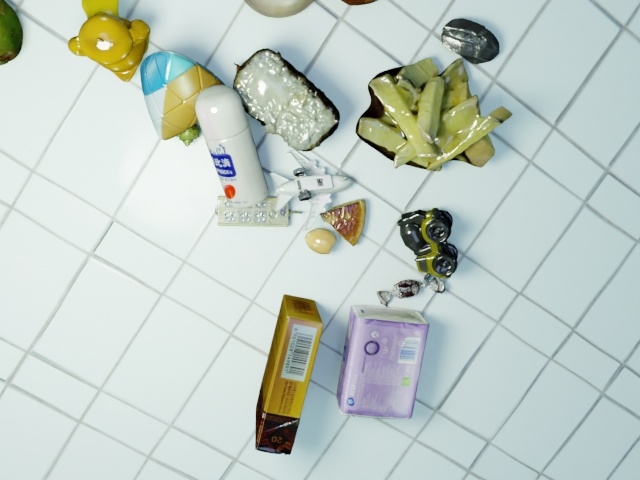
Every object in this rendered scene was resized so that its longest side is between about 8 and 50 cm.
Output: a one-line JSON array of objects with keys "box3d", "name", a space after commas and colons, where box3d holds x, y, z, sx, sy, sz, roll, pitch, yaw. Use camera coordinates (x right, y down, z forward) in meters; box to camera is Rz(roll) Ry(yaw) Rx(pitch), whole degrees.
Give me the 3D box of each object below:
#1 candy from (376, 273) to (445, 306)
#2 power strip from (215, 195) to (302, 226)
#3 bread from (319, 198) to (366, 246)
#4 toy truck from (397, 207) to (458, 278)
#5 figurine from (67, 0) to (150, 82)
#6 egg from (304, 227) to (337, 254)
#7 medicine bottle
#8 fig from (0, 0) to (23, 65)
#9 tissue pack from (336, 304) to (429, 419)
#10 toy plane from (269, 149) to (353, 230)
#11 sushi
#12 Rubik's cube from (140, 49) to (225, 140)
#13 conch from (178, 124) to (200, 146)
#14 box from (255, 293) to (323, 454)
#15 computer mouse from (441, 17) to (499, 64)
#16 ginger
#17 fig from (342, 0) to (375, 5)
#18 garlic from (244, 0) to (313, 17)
[{"box3d": [0.294, 0.163, 1.694, 0.226, 0.051, 0.094, -11, 108, -2], "name": "candy"}, {"box3d": [-0.189, -0.088, 1.596, 0.268, 0.034, 0.092, 1, 100, -7], "name": "power strip"}, {"box3d": [0.090, -0.079, 1.622, 0.154, 0.054, 0.136, 40, 95, -18], "name": "bread"}, {"box3d": [0.340, 0.011, 1.637, 0.165, 0.147, 0.224, -9, 106, 19], "name": "toy truck"}, {"box3d": [-0.547, -0.528, 1.371, 0.215, 0.228, 0.215, 0, 77, -1], "name": "figurine"}, {"box3d": [0.000, 0.000, 1.614, 0.096, 0.080, 0.080, 28, 96, -2], "name": "egg"}, {"box3d": [-0.246, -0.262, 1.445, 0.130, 0.130, 0.341, -16, 126, -4], "name": "medicine bottle"}, {"box3d": [-0.889, -0.580, 1.364, 0.195, 0.195, 0.244, -8, 66, -5], "name": "fig"}, {"box3d": [0.192, 0.391, 1.669, 0.242, 0.160, 0.338, 8, 101, -7], "name": "tissue pack"}, {"box3d": [-0.019, -0.162, 1.559, 0.255, 0.101, 0.251, -9, 81, -14], "name": "toy plane"}, {"box3d": [-0.109, -0.398, 1.479, 0.343, 0.182, 0.196, 39, 99, -11], "name": "sushi"}, {"box3d": [-0.428, -0.402, 1.446, 0.254, 0.254, 0.254, -1, 101, -7], "name": "Rubik's cube"}, {"box3d": [-0.397, -0.326, 1.505, 0.089, 0.074, 0.121, -4, 80, -28], "name": "conch"}, {"box3d": [-0.104, 0.398, 1.584, 0.116, 0.264, 0.415, 12, 97, -9], "name": "box"}, {"box3d": [0.458, -0.599, 1.564, 0.192, 0.062, 0.105, 18, 98, -11], "name": "computer mouse"}, {"box3d": [0.329, -0.377, 1.519, 0.413, 0.211, 0.358, 7, 98, -8], "name": "ginger"}, {"box3d": [0.135, -0.798, 1.441, 0.191, 0.190, 0.290, 17, 82, -10], "name": "fig"}, {"box3d": [-0.115, -0.763, 1.434, 0.325, 0.132, 0.279, 8, 108, -3], "name": "garlic"}]
